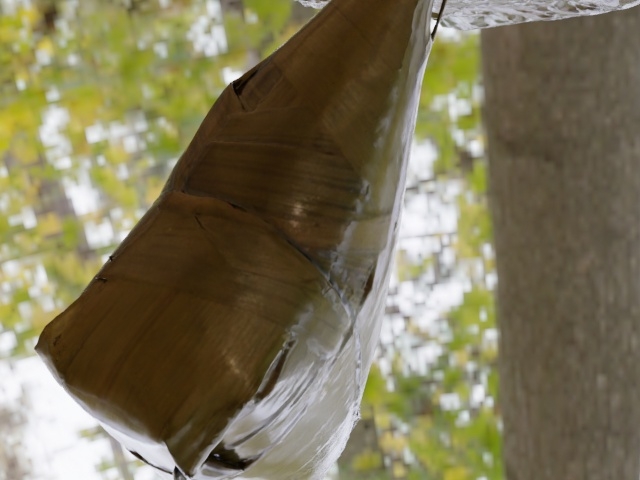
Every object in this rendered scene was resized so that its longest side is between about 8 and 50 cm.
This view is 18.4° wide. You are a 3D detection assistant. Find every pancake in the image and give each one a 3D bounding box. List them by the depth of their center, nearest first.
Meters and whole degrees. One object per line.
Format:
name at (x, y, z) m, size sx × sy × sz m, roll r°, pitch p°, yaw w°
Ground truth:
pancake at (0.171, -0.243, 1.846) m, size 0.304 × 0.067 × 0.427 m, roll -2°, pitch -177°, yaw 24°

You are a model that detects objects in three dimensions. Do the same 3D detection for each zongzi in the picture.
zongzi at (0.000, 0.000, 1.002) m, size 0.123 × 0.260 × 0.289 m, roll 31°, pitch -100°, yaw 18°
